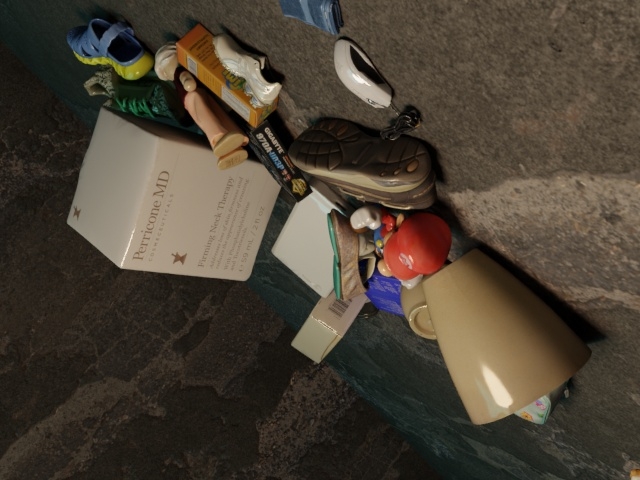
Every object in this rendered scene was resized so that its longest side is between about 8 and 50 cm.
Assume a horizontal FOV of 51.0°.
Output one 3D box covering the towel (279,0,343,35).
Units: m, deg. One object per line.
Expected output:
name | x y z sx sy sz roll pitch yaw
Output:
towel | -0.019 -0.365 1.044 0.119 0.029 0.067 34 161 30

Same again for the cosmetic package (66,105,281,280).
cosmetic package | -0.374 -0.114 1.741 0.394 0.329 0.327 9 -166 -46

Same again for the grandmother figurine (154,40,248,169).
grandmother figurine | -0.280 -0.321 1.541 0.342 0.104 0.207 58 159 20

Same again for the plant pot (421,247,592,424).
plant pot | 0.319 0.161 1.273 0.274 0.257 0.256 57 166 8

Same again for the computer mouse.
computer mouse | 0.080 -0.243 1.102 0.193 0.042 0.106 47 165 -15

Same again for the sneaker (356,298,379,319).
sneaker | 0.062 0.153 2.071 0.296 0.104 0.146 26 152 35

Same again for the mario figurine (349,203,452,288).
mario figurine | 0.134 0.014 1.338 0.198 0.170 0.320 9 -174 -12

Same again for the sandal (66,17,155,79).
sandal | -0.580 -0.543 1.808 0.318 0.126 0.138 22 152 32

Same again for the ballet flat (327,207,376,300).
ballet flat | 0.076 0.027 1.579 0.316 0.106 0.107 83 175 -54

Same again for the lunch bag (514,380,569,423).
lunch bag | 0.427 0.286 1.527 0.279 0.108 0.224 33 157 27

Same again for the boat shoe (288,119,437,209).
boat shoe | 0.071 -0.128 1.264 0.355 0.132 0.130 27 158 48

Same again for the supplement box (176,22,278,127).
supplement box | -0.198 -0.352 1.433 0.233 0.078 0.080 41 161 3

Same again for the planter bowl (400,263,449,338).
planter bowl | 0.246 0.143 1.449 0.162 0.109 0.162 8 128 11

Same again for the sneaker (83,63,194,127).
sneaker | -0.518 -0.394 1.897 0.410 0.182 0.158 34 161 31

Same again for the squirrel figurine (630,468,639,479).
squirrel figurine | 0.685 0.397 1.026 0.370 0.281 0.396 39 153 55

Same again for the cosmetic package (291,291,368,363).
cosmetic package | 0.023 0.235 1.963 0.113 0.160 0.309 34 155 4

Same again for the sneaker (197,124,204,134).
sneaker | -0.338 -0.338 1.894 0.069 0.038 0.098 51 153 -21

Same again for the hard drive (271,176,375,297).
hard drive | 0.000 0.000 1.720 0.203 0.040 0.307 41 140 8

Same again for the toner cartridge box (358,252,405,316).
toner cartridge box | 0.205 0.119 1.689 0.165 0.075 0.348 48 164 -20

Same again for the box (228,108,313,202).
box | -0.118 -0.208 1.580 0.220 0.051 0.175 56 175 -34

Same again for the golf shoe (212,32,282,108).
golf shoe | -0.140 -0.356 1.343 0.176 0.069 0.086 51 132 -4
